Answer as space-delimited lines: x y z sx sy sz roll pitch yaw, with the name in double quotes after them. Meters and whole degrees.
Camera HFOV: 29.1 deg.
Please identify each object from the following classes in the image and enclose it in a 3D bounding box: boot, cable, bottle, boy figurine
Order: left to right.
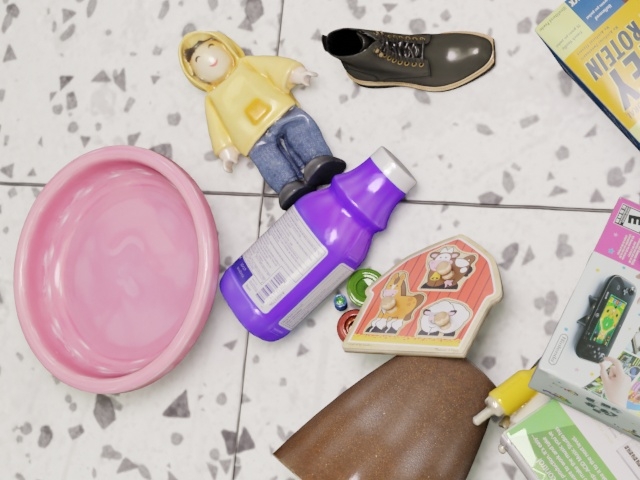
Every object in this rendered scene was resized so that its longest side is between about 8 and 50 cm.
-0.083 -0.178 1.632 0.177 0.092 0.285 -41 73 15 "boy figurine"
0.000 0.000 1.567 0.283 0.092 0.118 -45 52 10 "bottle"
0.109 -0.234 1.537 0.197 0.137 0.077 -8 80 20 "boot"
0.304 0.139 1.431 0.139 0.072 0.287 40 87 -16 "cable"

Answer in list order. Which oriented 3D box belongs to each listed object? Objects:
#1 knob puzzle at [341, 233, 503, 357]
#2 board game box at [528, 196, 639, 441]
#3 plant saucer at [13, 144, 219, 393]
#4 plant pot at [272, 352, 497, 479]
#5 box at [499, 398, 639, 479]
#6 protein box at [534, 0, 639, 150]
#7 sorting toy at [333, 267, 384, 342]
0.131 0.057 1.487 0.213 0.030 0.213 -21 34 15 "knob puzzle"
0.406 0.119 1.302 0.303 0.097 0.224 26 72 11 "board game box"
-0.265 0.041 1.660 0.332 0.084 0.332 -5 80 29 "plant saucer"
0.099 0.234 1.455 0.215 0.215 0.230 38 82 22 "plant pot"
0.391 0.220 1.344 0.322 0.058 0.232 -32 71 -10 "box"
0.374 -0.189 1.391 0.136 0.200 0.201 -43 70 11 "protein box"
0.047 0.087 1.574 0.061 0.042 0.102 16 76 7 "sorting toy"
